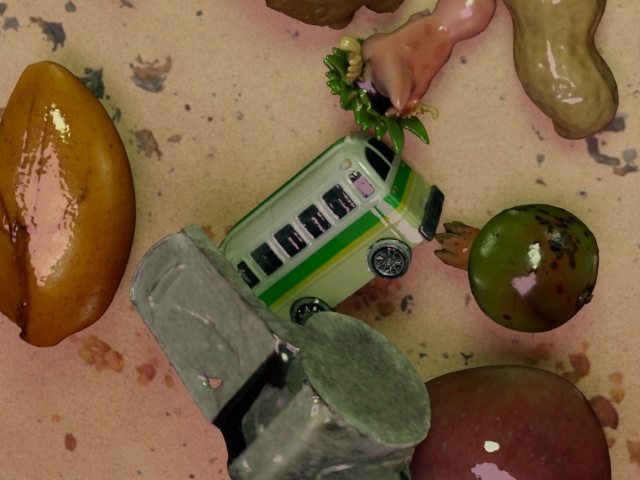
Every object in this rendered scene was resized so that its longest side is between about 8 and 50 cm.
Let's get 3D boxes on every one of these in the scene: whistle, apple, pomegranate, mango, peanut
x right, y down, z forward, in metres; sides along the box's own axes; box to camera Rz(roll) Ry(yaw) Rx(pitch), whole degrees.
[{"bbox_3d":[-0.053,0.164,1.372,0.404,0.188,0.168,35,121,-8],"label":"whistle"},{"bbox_3d":[0.206,0.289,1.493,0.305,0.235,0.306,7,116,14],"label":"apple"},{"bbox_3d":[0.230,0.025,1.417,0.205,0.159,0.159,19,121,33],"label":"pomegranate"},{"bbox_3d":[-0.333,-0.052,1.501,0.199,0.201,0.350,-1,112,-26],"label":"mango"},{"bbox_3d":[0.255,-0.228,1.305,0.117,0.101,0.263,-1,116,32],"label":"peanut"}]

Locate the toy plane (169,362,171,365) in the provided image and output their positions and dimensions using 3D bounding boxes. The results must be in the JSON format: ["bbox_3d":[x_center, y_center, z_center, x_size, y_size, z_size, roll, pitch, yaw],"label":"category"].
[{"bbox_3d":[-0.098,0.136,1.583,0.197,0.078,0.053,1,114,-3],"label":"toy plane"}]

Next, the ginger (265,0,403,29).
[{"bbox_3d":[0.037,-0.346,1.290,0.270,0.123,0.219,-35,122,18],"label":"ginger"}]

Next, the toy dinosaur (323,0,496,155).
[{"bbox_3d":[0.113,-0.192,1.332,0.177,0.194,0.152,-30,98,46],"label":"toy dinosaur"}]

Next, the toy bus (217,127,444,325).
[{"bbox_3d":[0.000,0.000,1.460,0.276,0.134,0.165,-37,103,25],"label":"toy bus"}]
